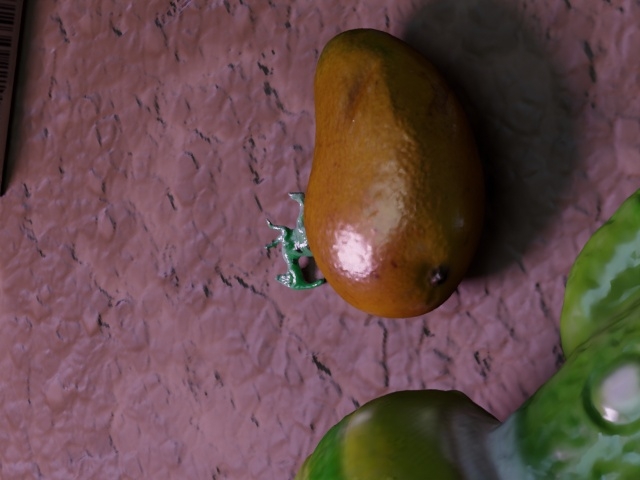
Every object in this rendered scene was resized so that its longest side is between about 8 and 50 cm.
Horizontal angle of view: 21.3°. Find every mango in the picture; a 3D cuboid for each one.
[{"bbox_3d":[0.042,-0.038,0.962,0.115,0.089,0.165,0,86,46],"label":"mango"}]

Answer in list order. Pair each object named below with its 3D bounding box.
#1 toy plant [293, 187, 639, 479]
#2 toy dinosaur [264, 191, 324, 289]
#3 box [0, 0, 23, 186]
[{"bbox_3d":[0.145,0.106,0.835,0.316,0.184,0.224,-41,47,20],"label":"toy plant"},{"bbox_3d":[0.000,0.000,1.036,0.083,0.021,0.062,0,99,29],"label":"toy dinosaur"},{"bbox_3d":[-0.367,-0.166,1.302,0.353,0.069,0.214,13,98,36],"label":"box"}]
